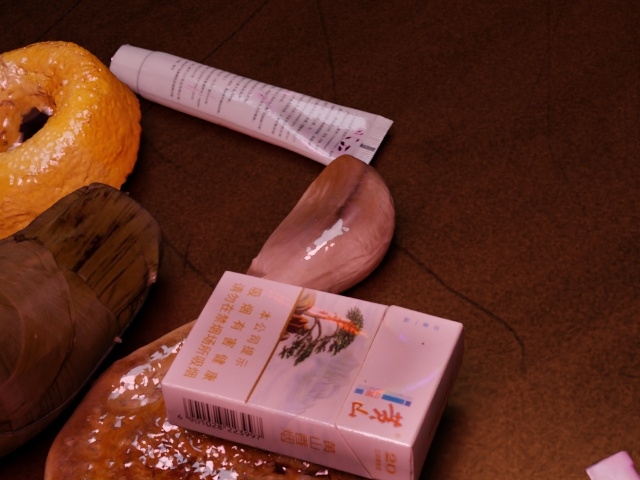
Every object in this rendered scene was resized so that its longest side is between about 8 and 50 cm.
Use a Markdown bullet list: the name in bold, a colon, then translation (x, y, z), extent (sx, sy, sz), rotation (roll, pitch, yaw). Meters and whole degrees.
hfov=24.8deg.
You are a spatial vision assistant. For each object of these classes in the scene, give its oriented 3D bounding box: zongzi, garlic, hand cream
- **zongzi**: translation (-0.245, 0.041, 1.293), extent (0.160, 0.360, 0.323), rotation (37, 62, 1)
- **garlic**: translation (0.014, -0.003, 1.454), extent (0.101, 0.087, 0.196), rotation (16, 58, 38)
- **hand cream**: translation (-0.085, -0.152, 1.606), extent (0.331, 0.058, 0.085), rotation (18, 56, 23)

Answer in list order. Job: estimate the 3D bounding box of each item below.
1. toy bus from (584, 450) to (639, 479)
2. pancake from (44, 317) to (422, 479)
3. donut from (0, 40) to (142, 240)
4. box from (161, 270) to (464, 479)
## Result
- **toy bus**: translation (0.155, 0.280, 1.189), extent (0.274, 0.090, 0.112), rotation (-24, 58, -10)
- **pancake**: translation (-0.074, 0.191, 1.319), extent (0.356, 0.065, 0.356), rotation (-4, 46, 4)
- **donut**: translation (-0.317, -0.105, 1.584), extent (0.253, 0.118, 0.253), rotation (-13, 53, 18)
- **box**: translation (-0.004, 0.120, 1.291), extent (0.233, 0.067, 0.149), rotation (12, 49, 16)
